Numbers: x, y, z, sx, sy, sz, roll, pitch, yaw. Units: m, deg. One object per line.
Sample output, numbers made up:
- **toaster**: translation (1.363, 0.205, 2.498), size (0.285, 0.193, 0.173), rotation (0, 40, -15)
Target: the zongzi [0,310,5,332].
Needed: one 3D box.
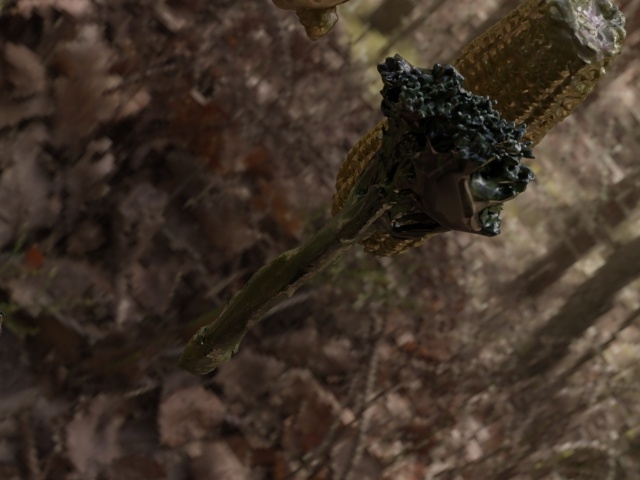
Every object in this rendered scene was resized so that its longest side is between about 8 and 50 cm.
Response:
- **zongzi**: translation (-0.320, 0.068, 1.395), size (0.083, 0.073, 0.067), rotation (68, 26, -47)

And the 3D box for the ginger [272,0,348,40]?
- **ginger**: translation (0.022, -0.188, 0.799), size (0.074, 0.213, 0.138), rotation (-2, 83, -18)

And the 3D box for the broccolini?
- **broccolini**: translation (0.007, -0.001, 0.687), size (0.057, 0.254, 0.071), rotation (-10, 74, -31)

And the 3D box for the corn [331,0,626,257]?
- **corn**: translation (0.092, -0.073, 1.066), size (0.086, 0.288, 0.087), rotation (16, 56, -25)
